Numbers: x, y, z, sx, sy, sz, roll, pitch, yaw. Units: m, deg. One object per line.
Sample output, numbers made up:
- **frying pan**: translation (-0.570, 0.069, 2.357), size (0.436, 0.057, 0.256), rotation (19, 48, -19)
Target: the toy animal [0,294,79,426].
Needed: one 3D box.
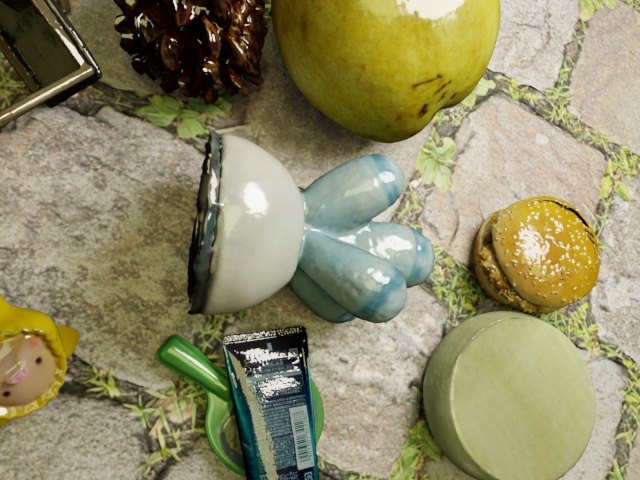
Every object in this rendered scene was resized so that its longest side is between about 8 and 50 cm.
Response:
- **toy animal**: translation (-0.404, 0.110, 0.630), size (0.156, 0.156, 0.230), rotation (-49, 119, -17)

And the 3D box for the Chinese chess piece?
- **Chinese chess piece**: translation (0.273, 0.229, 0.809), size (0.250, 0.101, 0.250), rotation (3, 80, -14)

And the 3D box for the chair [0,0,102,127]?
- **chair**: translation (-0.357, -0.248, 0.672), size (0.272, 0.188, 0.166), rotation (-48, 119, -35)

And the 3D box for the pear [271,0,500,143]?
- **pear**: translation (0.087, -0.285, 0.761), size (0.304, 0.304, 0.304), rotation (3, 80, -14)

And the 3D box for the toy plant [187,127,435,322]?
- **toy plant**: translation (0.000, 0.000, 0.725), size (0.332, 0.247, 0.247), rotation (8, 78, -17)

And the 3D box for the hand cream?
- **hand cream**: translation (-0.055, 0.252, 0.723), size (0.120, 0.061, 0.270), rotation (-4, 81, -22)

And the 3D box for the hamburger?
- **hamburger**: translation (0.323, 0.021, 0.839), size (0.191, 0.118, 0.182), rotation (-8, 64, -14)

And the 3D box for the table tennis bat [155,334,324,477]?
- **table tennis bat**: translation (-0.109, 0.214, 0.750), size (0.257, 0.039, 0.160), rotation (38, 72, -8)

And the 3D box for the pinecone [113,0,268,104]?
- **pinecone**: translation (-0.171, -0.287, 0.740), size (0.221, 0.221, 0.221), rotation (3, 80, -14)
